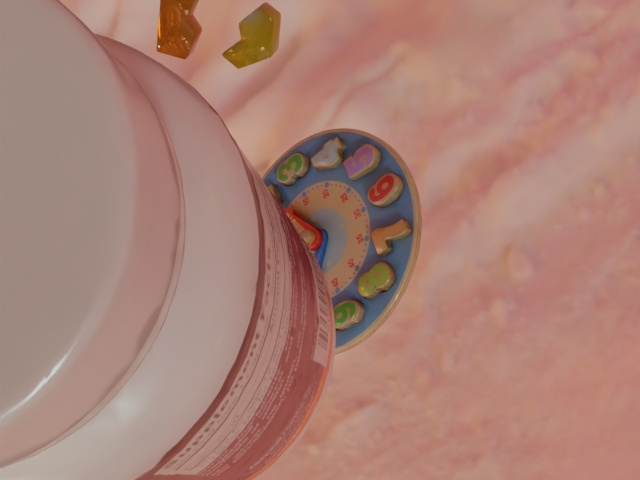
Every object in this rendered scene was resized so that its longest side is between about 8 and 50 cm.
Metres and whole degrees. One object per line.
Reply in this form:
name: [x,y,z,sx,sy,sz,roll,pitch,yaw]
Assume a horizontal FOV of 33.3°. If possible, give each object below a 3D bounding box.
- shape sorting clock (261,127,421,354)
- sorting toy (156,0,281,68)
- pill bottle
shape sorting clock: [0.000,0.000,0.938,0.206,0.040,0.206,-13,71,41]
sorting toy: [-0.053,-0.270,0.850,0.229,0.041,0.307,17,124,10]
pill bottle: [-0.124,0.028,0.551,0.224,0.392,0.224,-2,77,8]
